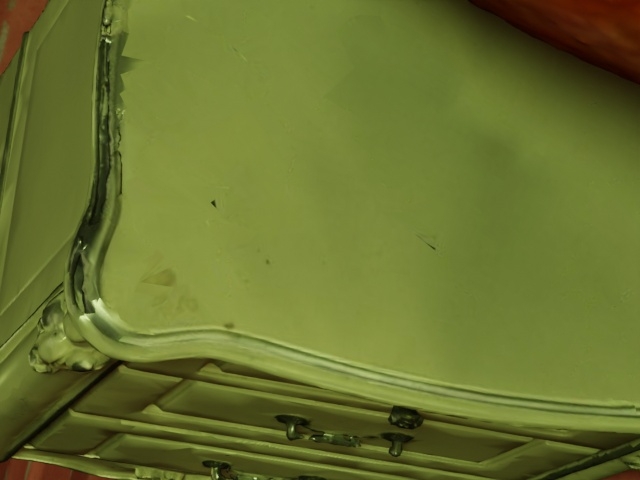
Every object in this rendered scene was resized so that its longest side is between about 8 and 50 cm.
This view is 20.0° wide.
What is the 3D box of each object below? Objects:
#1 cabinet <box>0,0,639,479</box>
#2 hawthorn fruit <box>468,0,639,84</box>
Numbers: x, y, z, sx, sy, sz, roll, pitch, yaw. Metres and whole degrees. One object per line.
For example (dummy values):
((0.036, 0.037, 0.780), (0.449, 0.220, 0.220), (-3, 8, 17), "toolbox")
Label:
((0.000, 0.000, 0.803), (0.318, 0.289, 0.228), (141, 136, -61), "cabinet")
((0.130, -0.174, 0.546), (0.295, 0.311, 0.295), (-14, -90, -88), "hawthorn fruit")
